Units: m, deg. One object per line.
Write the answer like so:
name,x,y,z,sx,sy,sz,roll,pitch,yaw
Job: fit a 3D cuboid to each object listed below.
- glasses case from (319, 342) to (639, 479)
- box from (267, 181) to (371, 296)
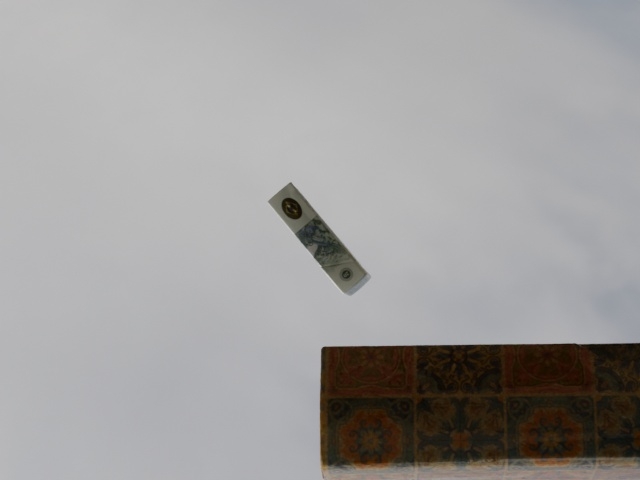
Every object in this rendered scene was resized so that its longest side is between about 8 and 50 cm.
glasses case,0.109,0.097,0.936,0.218,0.049,0.075,-1,-110,3
box,0.000,0.000,1.140,0.083,0.024,0.054,50,180,7
